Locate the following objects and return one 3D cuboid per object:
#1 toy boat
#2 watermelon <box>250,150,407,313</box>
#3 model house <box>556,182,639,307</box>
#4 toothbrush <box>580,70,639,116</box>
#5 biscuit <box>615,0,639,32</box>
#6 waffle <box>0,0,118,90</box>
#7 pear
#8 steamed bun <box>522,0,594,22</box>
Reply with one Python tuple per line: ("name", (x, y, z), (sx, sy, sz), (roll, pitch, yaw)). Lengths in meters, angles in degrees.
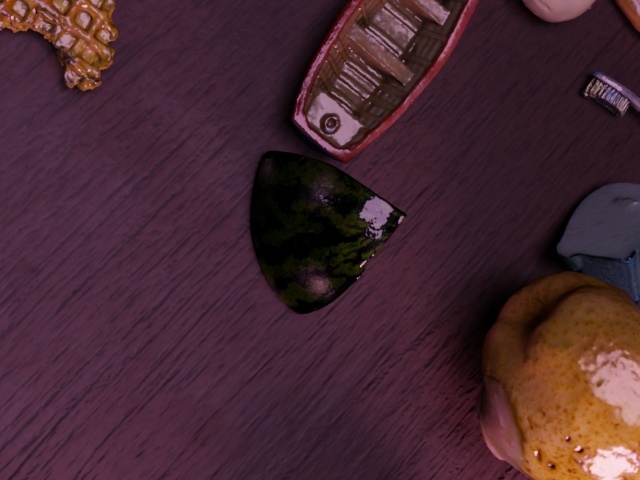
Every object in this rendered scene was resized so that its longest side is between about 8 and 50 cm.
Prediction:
("toy boat", (0.101, -0.266, 1.311), (0.136, 0.079, 0.392), (39, 78, -15))
("watermelon", (-0.011, 0.000, 1.253), (0.145, 0.193, 0.137), (-58, 152, -10))
("model house", (0.392, 0.025, 1.422), (0.148, 0.119, 0.149), (-56, 135, -36))
("toothbrush", (0.516, -0.099, 1.485), (0.413, 0.035, 0.042), (34, 94, -13))
("biscuit", (0.455, -0.392, 1.470), (0.202, 0.041, 0.260), (-1, 88, -22))
("waffle", (-0.309, -0.237, 1.165), (0.194, 0.051, 0.149), (1, 88, -22))
("pear", (0.317, 0.168, 1.303), (0.271, 0.271, 0.271), (0, 90, -21))
("steamed bun", (0.299, -0.341, 1.382), (0.112, 0.091, 0.130), (-14, 95, -19))
